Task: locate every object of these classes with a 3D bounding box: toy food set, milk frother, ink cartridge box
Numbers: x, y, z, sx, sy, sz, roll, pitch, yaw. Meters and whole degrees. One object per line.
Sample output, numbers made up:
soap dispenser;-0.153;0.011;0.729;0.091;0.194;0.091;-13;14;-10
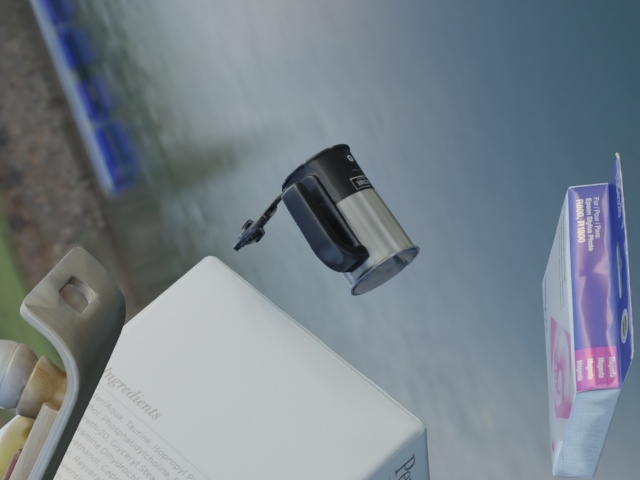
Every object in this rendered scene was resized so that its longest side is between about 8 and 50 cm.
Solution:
toy food set;-0.248;0.165;1.337;0.220;0.092;0.306;-80;15;-79
milk frother;0.000;0.000;1.811;0.134;0.129;0.143;56;135;16
ink cartridge box;0.354;0.103;2.394;0.330;0.071;0.324;91;-179;-55

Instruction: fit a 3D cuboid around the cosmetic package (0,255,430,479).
cosmetic package;-0.128;0.304;1.878;0.327;0.394;0.329;37;156;28
